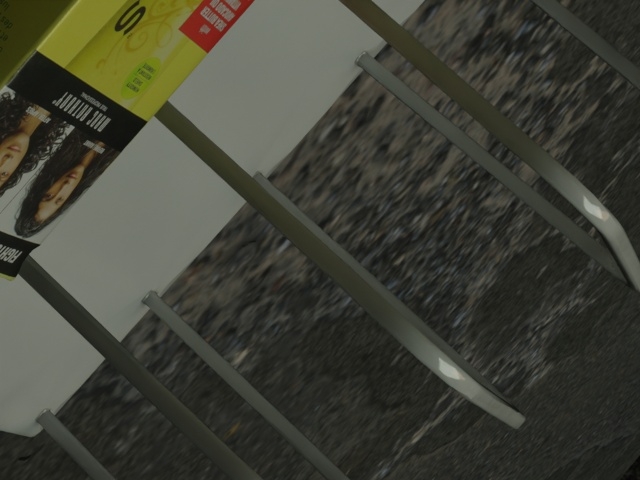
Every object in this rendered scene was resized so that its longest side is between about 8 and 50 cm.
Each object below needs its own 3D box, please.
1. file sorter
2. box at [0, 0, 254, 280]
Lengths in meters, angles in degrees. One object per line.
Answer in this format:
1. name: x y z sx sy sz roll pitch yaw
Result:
1. file sorter: 0.000 0.000 0.617 0.278 0.173 0.193 -49 163 1
2. box: -0.043 -0.098 0.495 0.232 0.058 0.087 -49 161 2
